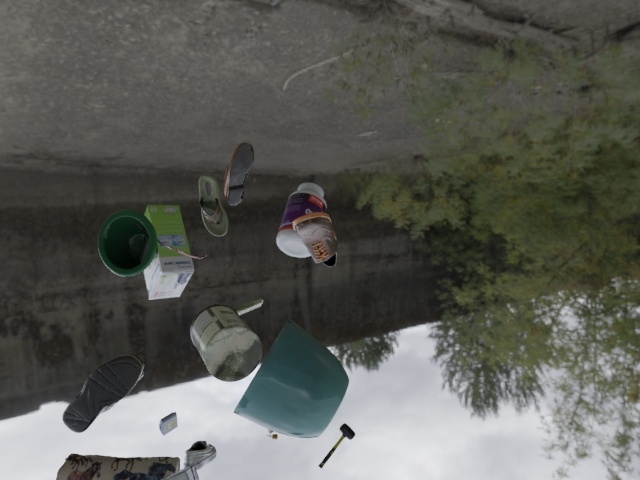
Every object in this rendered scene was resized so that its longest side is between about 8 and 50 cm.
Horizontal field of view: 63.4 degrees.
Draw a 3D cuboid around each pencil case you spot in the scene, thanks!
[{"bbox_3d":[-0.692,0.835,1.803,0.410,0.160,0.183,8,145,-14],"label":"pencil case"}]

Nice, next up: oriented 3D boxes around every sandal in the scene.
[{"bbox_3d":[-0.511,-0.156,2.397,0.120,0.303,0.086,-7,-158,8],"label":"sandal"}]

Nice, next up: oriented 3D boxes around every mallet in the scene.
[{"bbox_3d":[0.065,0.807,2.011,0.062,0.190,0.039,39,160,-9],"label":"mallet"}]

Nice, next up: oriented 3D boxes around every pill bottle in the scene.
[{"bbox_3d":[-0.076,-0.097,2.298,0.181,0.323,0.181,10,146,6],"label":"pill bottle"}]

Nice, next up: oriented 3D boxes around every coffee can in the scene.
[{"bbox_3d":[-0.349,0.365,1.883,0.201,0.202,0.275,-5,-168,-23],"label":"coffee can"}]

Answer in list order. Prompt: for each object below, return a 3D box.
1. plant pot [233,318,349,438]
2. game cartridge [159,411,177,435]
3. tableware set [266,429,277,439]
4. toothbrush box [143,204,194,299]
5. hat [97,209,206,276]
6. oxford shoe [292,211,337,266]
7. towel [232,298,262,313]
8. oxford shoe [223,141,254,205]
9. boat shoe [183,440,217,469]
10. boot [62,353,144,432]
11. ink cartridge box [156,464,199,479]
[{"bbox_3d":[-0.064,0.402,1.427,0.235,0.293,0.293,31,-177,1],"label":"plant pot"},{"bbox_3d":[-0.458,0.553,1.557,0.056,0.083,0.017,-23,-129,-32],"label":"game cartridge"},{"bbox_3d":[-0.185,0.744,2.151,0.024,0.154,0.104,14,163,-26],"label":"tableware set"},{"bbox_3d":[-0.569,0.041,1.882,0.122,0.283,0.206,-3,150,-35],"label":"toothbrush box"},{"bbox_3d":[-0.481,0.023,1.445,0.173,0.208,0.183,-45,166,7],"label":"hat"},{"bbox_3d":[0.000,0.000,1.863,0.130,0.133,0.363,-21,159,11],"label":"oxford shoe"},{"bbox_3d":[-0.310,0.282,2.185,0.148,0.027,0.110,-23,167,-14],"label":"towel"},{"bbox_3d":[-0.261,-0.213,1.575,0.076,0.212,0.076,-5,-137,-38],"label":"oxford shoe"},{"bbox_3d":[-0.472,0.837,2.054,0.095,0.084,0.258,-3,172,1],"label":"boat shoe"},{"bbox_3d":[-0.740,0.504,1.893,0.377,0.138,0.284,-47,-178,14],"label":"boot"},{"bbox_3d":[-0.463,0.641,1.243,0.332,0.065,0.165,-20,166,-13],"label":"ink cartridge box"}]
